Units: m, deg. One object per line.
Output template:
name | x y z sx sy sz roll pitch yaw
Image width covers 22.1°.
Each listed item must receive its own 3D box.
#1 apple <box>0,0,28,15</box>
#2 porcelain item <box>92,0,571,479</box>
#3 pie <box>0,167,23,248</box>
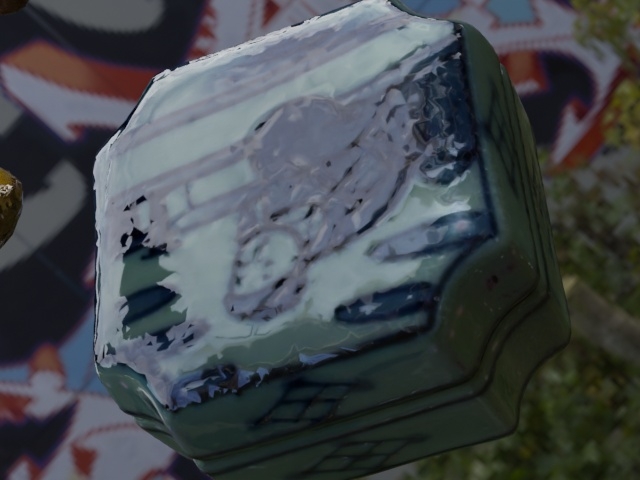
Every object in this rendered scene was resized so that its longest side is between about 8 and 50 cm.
apple | -0.330 -0.310 1.571 0.147 0.156 0.158 56 -141 -67
porcelain item | 0.000 0.000 1.038 0.281 0.286 0.157 -17 -37 19
pie | -0.365 0.018 1.359 0.273 0.069 0.273 -25 10 5
